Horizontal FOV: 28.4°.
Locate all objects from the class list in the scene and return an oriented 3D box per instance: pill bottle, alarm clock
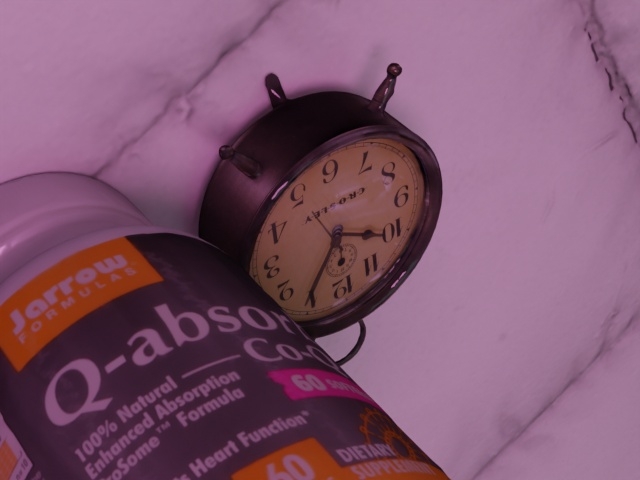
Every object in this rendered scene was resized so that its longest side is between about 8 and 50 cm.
[{"bbox_3d":[-0.067,0.093,0.534,0.162,0.278,0.162,-23,134,-26],"label":"pill bottle"},{"bbox_3d":[0.000,0.000,0.685,0.129,0.064,0.192,-28,133,-22],"label":"alarm clock"}]
